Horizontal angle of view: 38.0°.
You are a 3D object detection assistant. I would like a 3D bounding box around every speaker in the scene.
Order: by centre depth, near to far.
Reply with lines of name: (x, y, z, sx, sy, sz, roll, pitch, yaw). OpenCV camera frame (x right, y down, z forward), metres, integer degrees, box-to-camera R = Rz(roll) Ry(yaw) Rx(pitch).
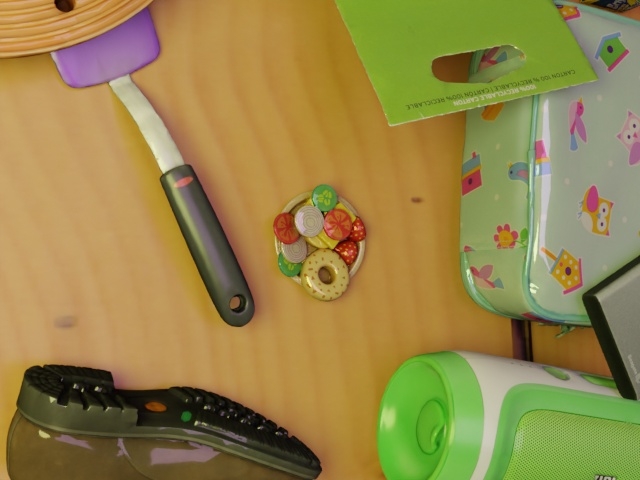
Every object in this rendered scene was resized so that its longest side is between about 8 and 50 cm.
speaker: (0.199, 0.169, 0.766, 0.297, 0.131, 0.131, 13, 81, -25)

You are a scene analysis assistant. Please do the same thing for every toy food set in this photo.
toy food set: (0.000, 0.000, 0.738, 0.082, 0.020, 0.083, 43, 70, -17)

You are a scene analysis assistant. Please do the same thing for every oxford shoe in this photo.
oxford shoe: (-0.107, 0.155, 0.652, 0.227, 0.083, 0.096, 16, 98, -24)

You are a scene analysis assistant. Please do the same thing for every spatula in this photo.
spatula: (-0.119, -0.071, 0.674, 0.084, 0.030, 0.296, -27, 93, -25)

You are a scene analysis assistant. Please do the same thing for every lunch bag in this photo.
lunch bag: (0.236, -0.053, 0.812, 0.224, 0.108, 0.279, 6, 84, -28)

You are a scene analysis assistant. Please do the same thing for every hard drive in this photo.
hard drive: (0.277, 0.055, 0.752, 0.135, 0.022, 0.094, -29, 101, -25)

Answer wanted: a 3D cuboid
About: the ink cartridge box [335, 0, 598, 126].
ink cartridge box: (0.098, -0.231, 0.698, 0.189, 0.097, 0.255, -14, 67, -18)

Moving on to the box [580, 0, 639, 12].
box: (0.289, -0.309, 0.883, 0.054, 0.059, 0.168, 6, 83, -24)

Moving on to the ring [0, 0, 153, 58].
ring: (-0.236, -0.282, 0.624, 0.337, 0.032, 0.336, 3, 82, -22)
